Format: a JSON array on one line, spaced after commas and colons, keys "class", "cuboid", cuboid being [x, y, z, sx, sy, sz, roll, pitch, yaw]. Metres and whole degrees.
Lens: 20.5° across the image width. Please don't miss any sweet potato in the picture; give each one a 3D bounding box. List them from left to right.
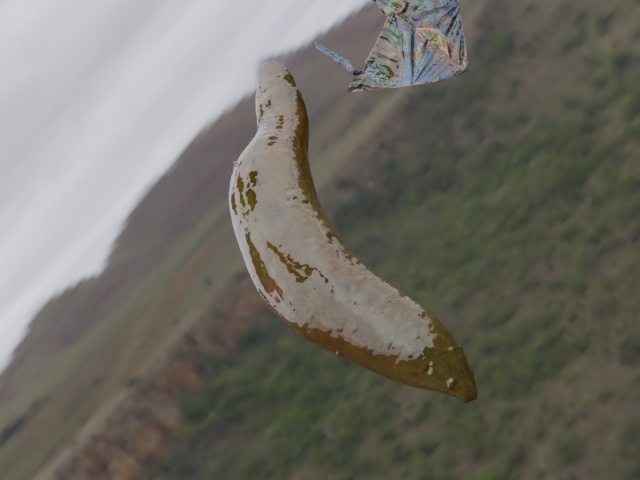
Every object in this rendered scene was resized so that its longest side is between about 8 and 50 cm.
[{"class": "sweet potato", "cuboid": [-0.007, -0.002, 1.311, 0.108, 0.346, 0.079, -7, -38, -30]}]

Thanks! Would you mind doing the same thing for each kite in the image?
[{"class": "kite", "cuboid": [0.070, -0.191, 1.522, 0.010, 0.160, 0.183, -14, -41, -48]}]
